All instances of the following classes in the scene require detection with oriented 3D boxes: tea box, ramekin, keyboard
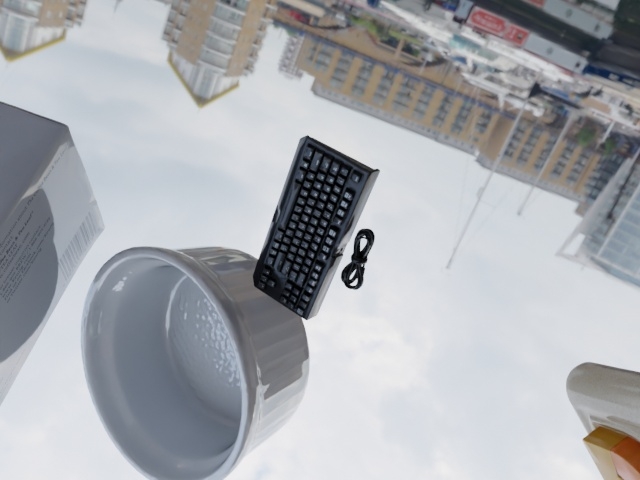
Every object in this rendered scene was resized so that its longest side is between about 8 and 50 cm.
[{"bbox_3d":[-0.450,0.018,0.608,0.324,0.220,0.329,21,-118,1],"label":"tea box"},{"bbox_3d":[-0.146,0.136,0.737,0.277,0.277,0.135,33,-156,27],"label":"ramekin"},{"bbox_3d":[0.000,0.000,0.590,0.108,0.180,0.023,28,-146,10],"label":"keyboard"}]

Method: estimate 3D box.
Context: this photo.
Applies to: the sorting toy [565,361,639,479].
[{"bbox_3d":[0.239,0.182,0.366,0.038,0.208,0.193,-26,-178,-13],"label":"sorting toy"}]
